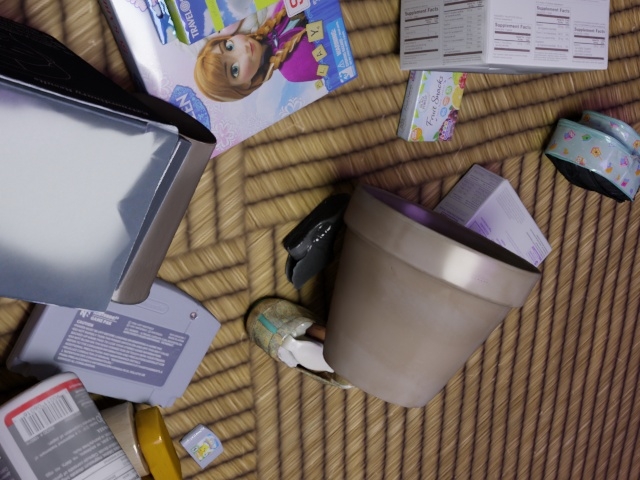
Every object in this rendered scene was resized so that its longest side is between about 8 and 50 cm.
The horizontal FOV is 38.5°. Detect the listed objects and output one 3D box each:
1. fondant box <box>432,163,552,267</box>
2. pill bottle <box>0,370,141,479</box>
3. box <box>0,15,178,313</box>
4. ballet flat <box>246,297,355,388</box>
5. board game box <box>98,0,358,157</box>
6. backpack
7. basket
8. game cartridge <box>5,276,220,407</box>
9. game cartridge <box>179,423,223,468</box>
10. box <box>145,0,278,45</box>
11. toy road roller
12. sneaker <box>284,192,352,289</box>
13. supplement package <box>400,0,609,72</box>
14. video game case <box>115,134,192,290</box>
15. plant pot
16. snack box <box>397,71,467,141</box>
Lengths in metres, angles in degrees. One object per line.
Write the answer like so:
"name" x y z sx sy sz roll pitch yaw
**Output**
"fondant box" 0.259 0.056 1.720 0.330 0.096 0.238 -48 132 -6
"pill bottle" -0.336 0.337 1.254 0.161 0.161 0.283 -31 84 -19
"box" -0.384 -0.120 0.960 0.293 0.395 0.212 15 104 -39
"ballet flat" 0.015 0.201 1.610 0.348 0.123 0.123 30 94 -42
"board game box" -0.123 -0.302 1.270 0.318 0.066 0.319 -32 129 -18
"backpack" 0.525 -0.166 1.743 0.188 0.166 0.144 14 104 -43
"basket" -0.243 -0.064 1.198 0.154 0.204 0.227 20 110 -35
"game cartridge" -0.301 0.141 1.392 0.294 0.060 0.196 24 102 -42
"game cartridge" -0.205 0.358 1.603 0.056 0.017 0.083 -42 131 -15
"box" -0.136 -0.329 1.173 0.178 0.042 0.109 -32 128 -19
"toy road roller" -0.302 0.438 1.398 0.202 0.241 0.330 -16 121 -6
"sneaker" 0.001 0.001 1.537 0.170 0.051 0.089 -41 131 -5
"supplement package" 0.286 -0.339 1.433 0.261 0.204 0.145 -4 98 -34
"video game case" -0.286 -0.088 1.129 0.026 0.274 0.196 19 102 -51
"plant pot" 0.146 0.101 1.465 0.323 0.323 0.280 17 101 -40
"snack box" 0.190 -0.239 1.548 0.100 0.037 0.141 -4 116 -33
